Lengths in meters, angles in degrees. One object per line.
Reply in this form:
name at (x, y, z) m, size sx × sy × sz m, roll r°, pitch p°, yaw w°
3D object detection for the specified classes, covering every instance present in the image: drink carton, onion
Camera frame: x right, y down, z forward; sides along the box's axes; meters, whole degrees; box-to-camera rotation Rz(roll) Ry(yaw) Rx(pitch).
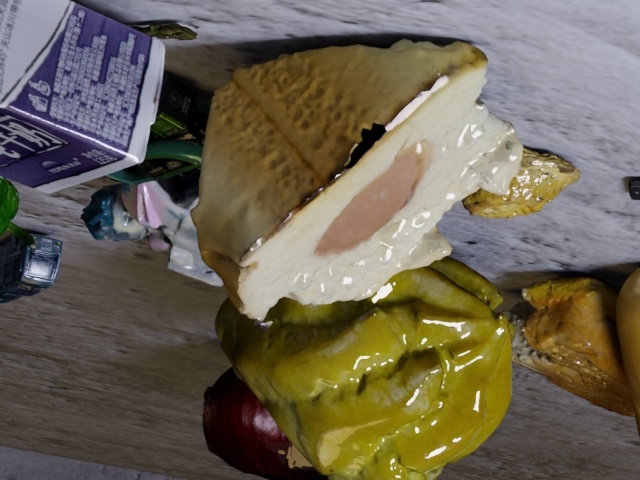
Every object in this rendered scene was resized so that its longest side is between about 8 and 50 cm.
drink carton at (-0.241, -0.123, 1.295) m, size 0.222 × 0.102 × 0.134 m, roll 23°, pitch 160°, yaw -34°
onion at (-0.014, 0.260, 2.486) m, size 0.314 × 0.232 × 0.314 m, roll 7°, pitch 167°, yaw 2°

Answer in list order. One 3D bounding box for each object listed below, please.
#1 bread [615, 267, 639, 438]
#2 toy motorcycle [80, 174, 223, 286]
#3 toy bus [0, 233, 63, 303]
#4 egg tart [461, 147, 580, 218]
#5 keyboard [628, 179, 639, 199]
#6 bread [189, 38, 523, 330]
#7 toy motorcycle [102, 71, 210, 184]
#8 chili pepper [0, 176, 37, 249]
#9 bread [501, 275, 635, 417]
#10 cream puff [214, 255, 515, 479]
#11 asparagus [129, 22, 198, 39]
bread at (0.379, 0.165, 1.922) m, size 0.142 × 0.091 × 0.305 m, roll 33°, pitch 148°, yaw 50°
toy motorcycle at (-0.119, -0.023, 1.681) m, size 0.204 × 0.108 × 0.239 m, roll -4°, pitch 137°, yaw 21°
toy bus at (-0.339, 0.032, 2.039) m, size 0.047 × 0.065 × 0.166 m, roll 13°, pitch 165°, yaw -27°
egg tart at (0.165, -0.047, 1.588) m, size 0.128 × 0.049 × 0.129 m, roll 4°, pitch 167°, yaw 1°
keyboard at (0.351, -0.043, 1.611) m, size 0.155 × 0.010 × 0.053 m, roll 2°, pitch 166°, yaw 11°
bread at (0.019, -0.028, 1.380) m, size 0.224 × 0.211 × 0.183 m, roll 5°, pitch 160°, yaw 24°
toy motorcycle at (-0.150, -0.086, 1.518) m, size 0.100 × 0.058 × 0.173 m, roll 31°, pitch 152°, yaw -33°
chili pepper at (-0.331, -0.058, 1.665) m, size 0.100 × 0.074 × 0.257 m, roll 4°, pitch 165°, yaw 7°
bread at (0.327, 0.123, 2.093) m, size 0.185 × 0.109 × 0.380 m, roll 4°, pitch 166°, yaw 38°
cream puff at (0.068, 0.111, 1.897) m, size 0.257 × 0.291 × 0.324 m, roll -40°, pitch 176°, yaw 9°
asparagus at (-0.162, -0.152, 1.355) m, size 0.162 × 0.016 × 0.016 m, roll -2°, pitch 138°, yaw 25°
